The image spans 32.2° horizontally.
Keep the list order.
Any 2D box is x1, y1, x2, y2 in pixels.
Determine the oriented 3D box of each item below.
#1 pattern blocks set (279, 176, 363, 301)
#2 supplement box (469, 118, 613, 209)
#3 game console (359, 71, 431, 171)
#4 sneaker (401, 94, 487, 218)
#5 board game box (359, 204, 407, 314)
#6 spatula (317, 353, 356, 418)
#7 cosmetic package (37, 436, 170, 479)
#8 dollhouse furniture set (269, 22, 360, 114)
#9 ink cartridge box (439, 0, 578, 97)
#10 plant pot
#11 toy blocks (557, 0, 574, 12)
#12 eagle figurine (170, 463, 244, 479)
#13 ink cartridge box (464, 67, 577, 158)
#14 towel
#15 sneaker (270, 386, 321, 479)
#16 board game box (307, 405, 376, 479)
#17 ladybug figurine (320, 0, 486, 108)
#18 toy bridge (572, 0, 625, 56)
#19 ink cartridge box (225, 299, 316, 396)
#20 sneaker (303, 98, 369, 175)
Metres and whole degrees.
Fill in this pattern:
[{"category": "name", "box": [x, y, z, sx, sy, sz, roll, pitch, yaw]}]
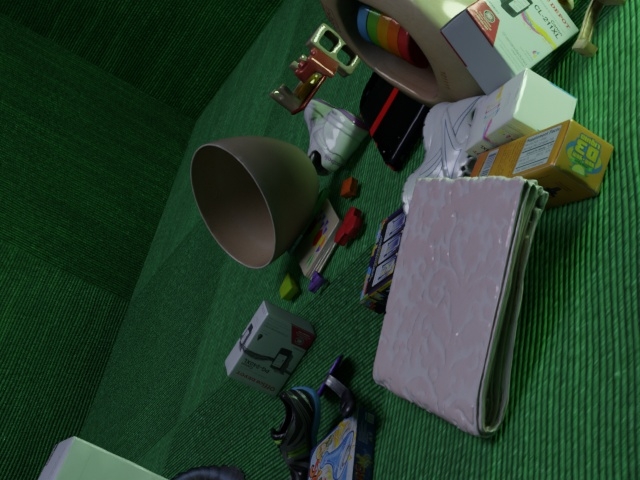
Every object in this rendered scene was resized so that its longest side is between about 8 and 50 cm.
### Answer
[{"category": "pattern blocks set", "box": [0.000, 0.000, 2.264, 0.285, 0.026, 0.325, -56, 17, 19]}, {"category": "supplement box", "box": [0.285, -0.090, 1.479, 0.080, 0.078, 0.233, -64, 17, -15]}, {"category": "game console", "box": [0.207, -0.353, 2.154, 0.386, 0.060, 0.342, -60, 22, 20]}, {"category": "sneaker", "box": [0.209, -0.108, 1.683, 0.129, 0.111, 0.297, -23, 46, 46]}, {"category": "board game box", "box": [0.134, 0.018, 1.804, 0.141, 0.048, 0.170, -38, 29, 50]}, {"category": "spatula", "box": [0.029, 0.233, 1.734, 0.084, 0.030, 0.296, -61, 9, 1]}, {"category": "cosmetic package", "box": [-0.259, 0.470, 1.658, 0.156, 0.385, 0.217, -29, 37, 62]}, {"category": "dollhouse furniture set", "box": [0.075, -0.430, 2.411, 0.374, 0.152, 0.201, -57, 14, -18]}, {"category": "ink cartridge box", "box": [0.281, -0.311, 1.640, 0.175, 0.127, 0.072, -38, 1, -35]}, {"category": "plant pot", "box": [-0.115, -0.106, 2.348, 0.191, 0.284, 0.284, -29, -2, -32]}, {"category": "toy blocks", "box": [0.413, -0.432, 1.684, 0.148, 0.054, 0.123, -42, 26, 49]}, {"category": "eagle figurine", "box": [-0.230, 0.502, 1.953, 0.226, 0.225, 0.298, -22, -16, 0]}, {"category": "ink cartridge box", "box": [0.279, -0.161, 1.583, 0.143, 0.092, 0.090, -36, 31, 58]}, {"category": "towel", "box": [0.176, 0.071, 1.461, 0.332, 0.053, 0.317, -168, 90, -72]}, {"category": "sneaker", "box": [-0.043, 0.324, 1.744, 0.067, 0.078, 0.188, 168, 105, -67]}, {"category": "board game box", "box": [0.025, 0.356, 1.609, 0.136, 0.035, 0.201, -50, 20, 35]}, {"category": "ladybug figurine", "box": [0.162, -0.379, 1.894, 0.162, 0.305, 0.449, -41, 48, -11]}, {"category": "toy bridge", "box": [0.416, -0.351, 1.594, 0.188, 0.026, 0.063, -61, 15, 1]}, {"category": "ink cartridge box", "box": [-0.095, 0.205, 2.076, 0.150, 0.109, 0.063, -58, 21, 14]}, {"category": "sneaker", "box": [0.005, -0.228, 2.457, 0.152, 0.114, 0.305, -59, 17, 4]}]
